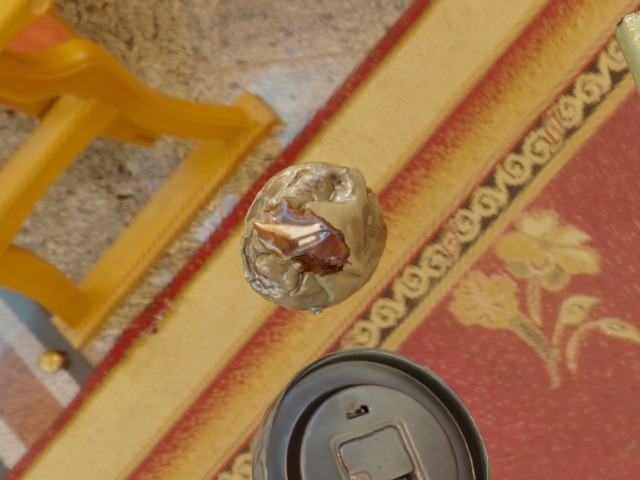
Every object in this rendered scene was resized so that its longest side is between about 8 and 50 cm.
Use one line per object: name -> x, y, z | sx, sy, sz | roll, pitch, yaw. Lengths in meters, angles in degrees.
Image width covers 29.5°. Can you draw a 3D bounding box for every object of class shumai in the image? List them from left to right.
shumai -> 0.000, 0.000, 1.486 | 0.201, 0.120, 0.201 | -4, 104, -18

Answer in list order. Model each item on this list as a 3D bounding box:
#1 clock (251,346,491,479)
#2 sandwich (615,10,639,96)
clock -> 0.068, 0.300, 1.573 | 0.067, 0.325, 0.325 | -45, 63, 56
sandwich -> 0.533, -0.228, 1.599 | 0.245, 0.063, 0.212 | -19, 84, -7
